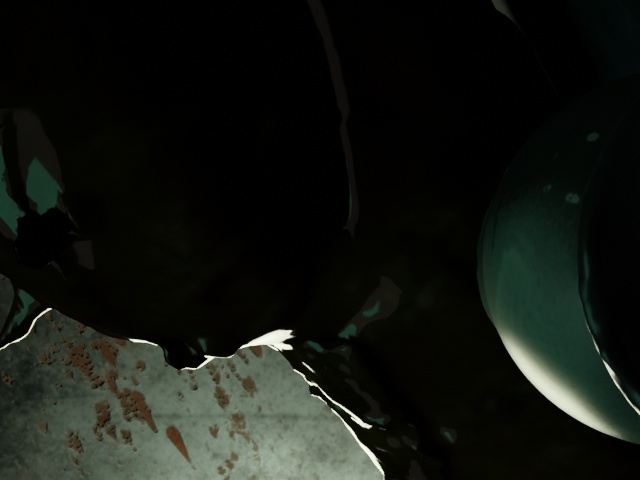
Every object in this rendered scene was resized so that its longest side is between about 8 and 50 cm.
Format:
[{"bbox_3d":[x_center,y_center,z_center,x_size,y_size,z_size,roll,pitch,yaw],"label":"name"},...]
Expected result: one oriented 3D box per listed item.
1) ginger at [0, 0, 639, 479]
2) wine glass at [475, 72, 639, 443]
[{"bbox_3d":[0.000,0.000,0.692,0.418,0.254,0.176,56,-178,-29],"label":"ginger"},{"bbox_3d":[0.093,0.002,0.432,0.103,0.103,0.222,60,177,-1],"label":"wine glass"}]
